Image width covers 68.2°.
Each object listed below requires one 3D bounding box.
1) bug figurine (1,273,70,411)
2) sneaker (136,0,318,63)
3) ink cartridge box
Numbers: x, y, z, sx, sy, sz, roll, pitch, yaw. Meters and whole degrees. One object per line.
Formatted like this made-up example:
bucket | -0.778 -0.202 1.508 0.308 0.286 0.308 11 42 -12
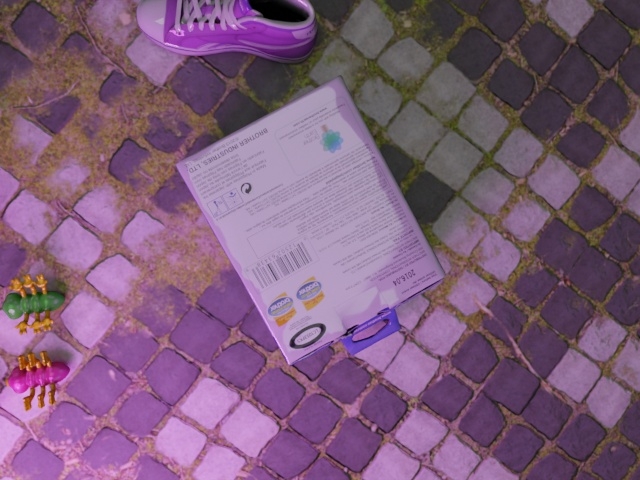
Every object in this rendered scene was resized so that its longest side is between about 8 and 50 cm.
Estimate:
bug figurine | -0.512 0.165 0.738 0.217 0.072 0.278 -5 89 -11
sneaker | -0.143 -0.342 0.698 0.283 0.161 0.102 3 94 -4
ink cartridge box | 0.000 0.000 0.731 0.270 0.151 0.395 -29 93 -2
